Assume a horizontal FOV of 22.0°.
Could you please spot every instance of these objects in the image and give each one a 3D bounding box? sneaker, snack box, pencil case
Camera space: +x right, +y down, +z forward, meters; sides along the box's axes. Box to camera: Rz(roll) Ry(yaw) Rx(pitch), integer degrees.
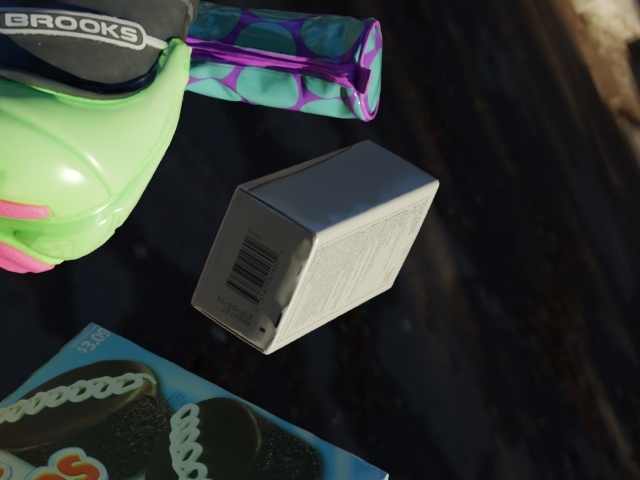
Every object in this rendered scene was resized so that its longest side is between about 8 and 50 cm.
[{"bbox_3d":[-0.272,-0.158,0.800,0.202,0.482,0.185,-58,171,-24],"label":"sneaker"},{"bbox_3d":[-0.126,0.178,0.761,0.322,0.187,0.060,-45,154,-46],"label":"snack box"},{"bbox_3d":[-0.038,-0.110,0.994,0.070,0.151,0.064,-42,138,-76],"label":"pencil case"}]

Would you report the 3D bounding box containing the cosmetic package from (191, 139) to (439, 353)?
[{"bbox_3d":[0.000,0.000,1.860,0.113,0.160,0.309,32,24,18],"label":"cosmetic package"}]
